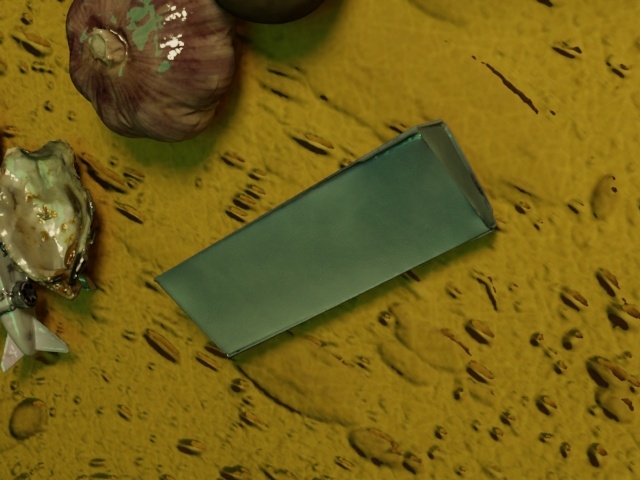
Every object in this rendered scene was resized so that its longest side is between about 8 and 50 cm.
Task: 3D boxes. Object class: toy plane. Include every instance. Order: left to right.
[{"bbox_3d":[-0.300,0.036,0.886,0.162,0.065,0.171,-18,100,18],"label":"toy plane"}]

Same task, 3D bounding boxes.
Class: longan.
[{"bbox_3d":[-0.041,-0.211,0.672,0.119,0.106,0.106,39,117,18],"label":"longan"}]

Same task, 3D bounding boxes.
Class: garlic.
[{"bbox_3d":[-0.136,-0.152,0.731,0.147,0.102,0.159,23,113,18],"label":"garlic"}]

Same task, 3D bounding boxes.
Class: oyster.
[{"bbox_3d":[-0.243,-0.017,0.845,0.103,0.051,0.148,-8,80,22],"label":"oyster"}]

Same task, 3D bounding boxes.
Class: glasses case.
[{"bbox_3d":[0.000,0.000,0.740,0.266,0.056,0.105,-28,114,29],"label":"glasses case"}]
